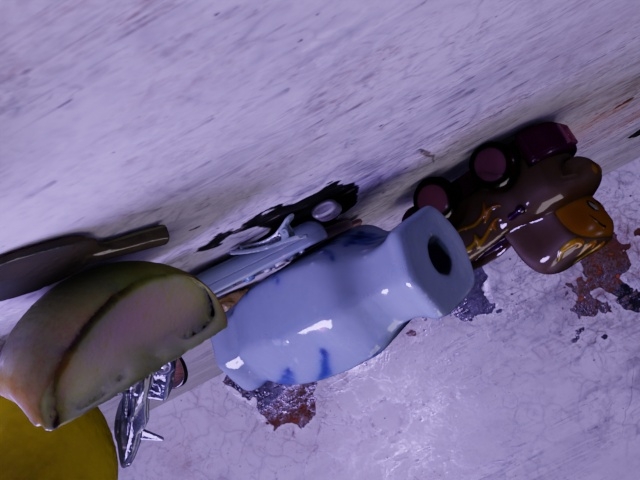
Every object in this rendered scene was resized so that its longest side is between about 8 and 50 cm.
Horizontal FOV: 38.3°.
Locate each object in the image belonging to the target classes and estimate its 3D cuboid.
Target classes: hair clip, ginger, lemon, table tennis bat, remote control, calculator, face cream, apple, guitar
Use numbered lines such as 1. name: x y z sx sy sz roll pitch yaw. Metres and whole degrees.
1. hair clip: -0.076 -0.005 1.295 0.115 0.039 0.030 -19 172 23
2. ginger: -0.172 0.131 1.698 0.193 0.052 0.176 -31 176 31
3. lemon: -0.428 0.316 1.239 0.336 0.336 0.336 -26 171 -4
4. table tennis bat: -0.260 0.022 0.933 0.235 0.022 0.131 -17 167 -37
5. remote control: -0.103 0.035 1.360 0.244 0.047 0.087 -27 179 -8
6. calculator: 0.000 0.000 1.531 0.166 0.024 0.103 -22 170 -22
7. face cream: 0.011 -0.042 1.332 0.040 0.021 0.083 -28 171 7
8. apple: -0.249 0.089 1.012 0.193 0.119 0.265 9 -154 39
9. guitar: -0.426 0.324 2.048 0.271 0.083 0.038 -21 174 6

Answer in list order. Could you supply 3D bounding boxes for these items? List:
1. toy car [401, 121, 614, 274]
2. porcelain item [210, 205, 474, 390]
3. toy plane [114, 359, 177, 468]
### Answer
1. toy car: 0.327 -0.036 1.577 0.341 0.240 0.271 -35 167 27
2. porcelain item: 0.022 0.094 1.420 0.405 0.178 0.242 -25 -174 34
3. toy plane: -0.231 0.193 1.230 0.088 0.267 0.212 6 -161 3
